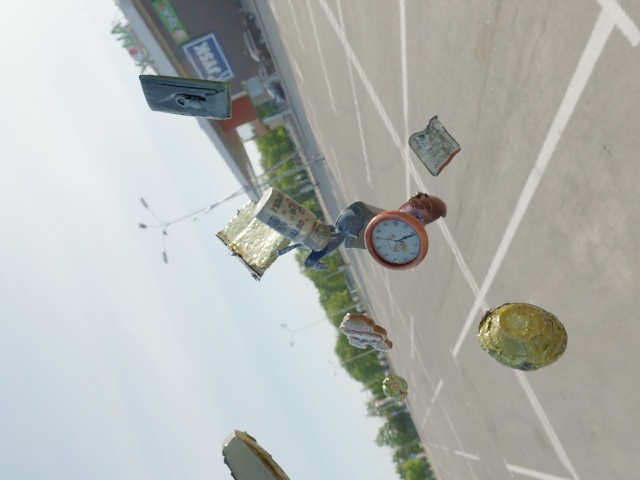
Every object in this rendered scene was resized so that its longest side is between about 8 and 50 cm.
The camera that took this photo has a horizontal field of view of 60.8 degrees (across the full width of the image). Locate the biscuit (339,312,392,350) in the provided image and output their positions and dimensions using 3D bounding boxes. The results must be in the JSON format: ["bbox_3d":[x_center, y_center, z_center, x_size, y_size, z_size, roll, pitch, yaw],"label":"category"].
[{"bbox_3d":[0.183,0.390,2.263,0.334,0.202,0.047,63,-142,-54],"label":"biscuit"}]

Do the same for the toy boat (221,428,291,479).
[{"bbox_3d":[-0.101,0.516,1.136,0.321,0.089,0.121,38,172,37],"label":"toy boat"}]

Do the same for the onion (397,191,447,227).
[{"bbox_3d":[0.444,-0.123,2.448,0.248,0.248,0.161,65,-176,-74],"label":"onion"}]

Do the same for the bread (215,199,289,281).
[{"bbox_3d":[-0.240,-0.020,1.959,0.279,0.248,0.315,42,166,7],"label":"bread"}]

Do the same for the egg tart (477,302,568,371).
[{"bbox_3d":[0.685,0.307,1.860,0.294,0.295,0.116,-112,1,-46],"label":"egg tart"}]

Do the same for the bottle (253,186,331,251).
[{"bbox_3d":[-0.065,-0.051,1.455,0.209,0.097,0.110,32,151,-17],"label":"bottle"}]

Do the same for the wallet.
[{"bbox_3d":[-0.361,-0.388,1.480,0.160,0.236,0.055,108,164,-71],"label":"wallet"}]

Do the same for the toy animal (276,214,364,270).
[{"bbox_3d":[0.000,0.000,1.628,0.239,0.256,0.176,-122,35,-67],"label":"toy animal"}]

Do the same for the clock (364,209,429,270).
[{"bbox_3d":[0.239,0.002,1.718,0.205,0.205,0.051,67,-150,-17],"label":"clock"}]

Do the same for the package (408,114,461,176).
[{"bbox_3d":[0.450,-0.377,2.165,0.232,0.166,0.040,40,-175,-37],"label":"package"}]

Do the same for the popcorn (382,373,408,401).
[{"bbox_3d":[0.299,0.583,2.161,0.109,0.097,0.089,48,180,5],"label":"popcorn"}]

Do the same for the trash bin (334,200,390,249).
[{"bbox_3d":[0.167,-0.049,2.046,0.236,0.176,0.101,9,-147,-45],"label":"trash bin"}]
